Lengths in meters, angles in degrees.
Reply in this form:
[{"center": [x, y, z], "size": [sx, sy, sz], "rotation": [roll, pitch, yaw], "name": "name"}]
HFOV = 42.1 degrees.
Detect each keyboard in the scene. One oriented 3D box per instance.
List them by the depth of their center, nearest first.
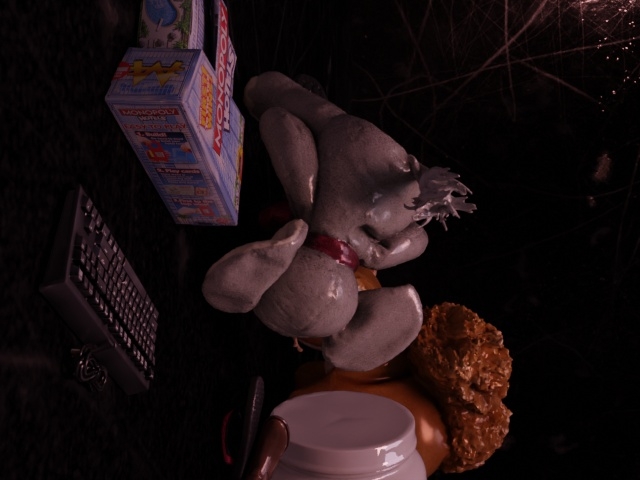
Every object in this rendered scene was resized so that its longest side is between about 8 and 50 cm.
[{"center": [-0.143, 0.052, 0.565], "size": [0.180, 0.023, 0.108], "rotation": [79, 15, -59], "name": "keyboard"}]

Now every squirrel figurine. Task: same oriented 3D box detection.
[{"center": [0.127, 0.210, 1.402], "size": [0.281, 0.397, 0.370], "rotation": [-19, 98, -72], "name": "squirrel figurine"}]

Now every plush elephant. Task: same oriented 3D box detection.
[{"center": [0.000, 0.000, 0.938], "size": [0.272, 0.255, 0.330], "rotation": [41, -3, -30], "name": "plush elephant"}]

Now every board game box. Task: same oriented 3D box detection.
[{"center": [-0.107, -0.125, 0.667], "size": [0.194, 0.060, 0.194], "rotation": [61, 31, -78], "name": "board game box"}]

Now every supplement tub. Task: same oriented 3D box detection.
[{"center": [0.029, 0.406, 1.180], "size": [0.241, 0.241, 0.331], "rotation": [-60, 150, -76], "name": "supplement tub"}]

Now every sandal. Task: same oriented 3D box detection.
[{"center": [-0.098, 0.228, 0.960], "size": [0.067, 0.040, 0.179], "rotation": [-68, 174, -56], "name": "sandal"}]

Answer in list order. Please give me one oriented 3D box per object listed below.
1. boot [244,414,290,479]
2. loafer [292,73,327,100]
[{"center": [-0.073, 0.271, 0.954], "size": [0.114, 0.037, 0.106], "rotation": [-55, 160, -62], "name": "boot"}, {"center": [-0.030, -0.164, 1.311], "size": [0.078, 0.076, 0.223], "rotation": [-40, -136, 48], "name": "loafer"}]
